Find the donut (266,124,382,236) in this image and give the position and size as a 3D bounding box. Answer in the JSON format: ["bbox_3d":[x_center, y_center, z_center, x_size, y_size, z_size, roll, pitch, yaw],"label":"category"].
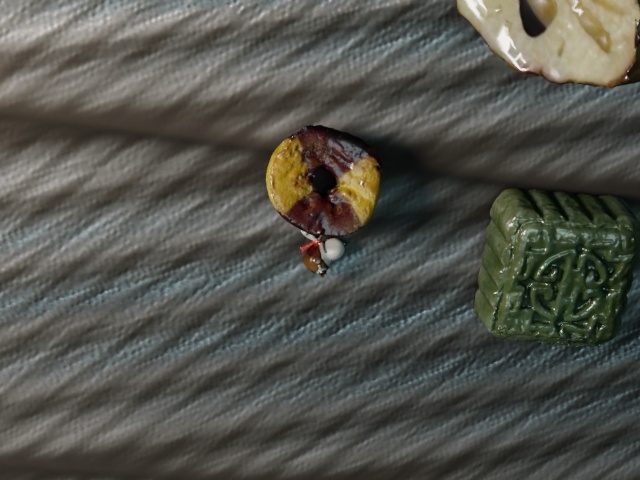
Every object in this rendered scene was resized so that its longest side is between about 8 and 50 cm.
[{"bbox_3d":[0.002,-0.070,1.921,0.140,0.059,0.140,-1,92,-20],"label":"donut"}]

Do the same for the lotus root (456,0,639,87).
[{"bbox_3d":[0.276,-0.349,1.750,0.111,0.390,0.375,-26,75,-36],"label":"lotus root"}]

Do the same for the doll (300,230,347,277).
[{"bbox_3d":[-0.006,0.001,1.973,0.058,0.040,0.085,-44,118,-6],"label":"doll"}]

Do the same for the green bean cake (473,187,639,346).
[{"bbox_3d":[0.293,0.038,2.024,0.183,0.094,0.185,4,115,-14],"label":"green bean cake"}]
